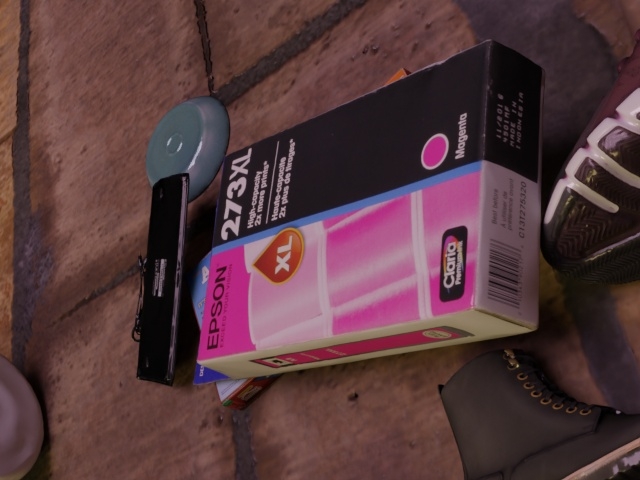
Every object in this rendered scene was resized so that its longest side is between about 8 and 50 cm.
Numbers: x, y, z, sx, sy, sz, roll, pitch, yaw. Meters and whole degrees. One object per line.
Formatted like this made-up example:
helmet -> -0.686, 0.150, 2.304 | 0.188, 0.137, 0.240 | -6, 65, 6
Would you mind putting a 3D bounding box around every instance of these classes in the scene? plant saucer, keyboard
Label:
plant saucer -> -0.139, -0.093, 1.023 | 0.119, 0.021, 0.119 | -20, 59, 38
keyboard -> -0.137, 0.036, 0.949 | 0.100, 0.038, 0.192 | -1, 82, 58

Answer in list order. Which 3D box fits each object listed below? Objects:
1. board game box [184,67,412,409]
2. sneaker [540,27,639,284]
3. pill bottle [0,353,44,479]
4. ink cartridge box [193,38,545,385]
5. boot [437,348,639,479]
board game box -> -0.001, 0.002, 0.842 | 0.281, 0.027, 0.145 | -42, 49, 24
sneaker -> 0.229, -0.111, 0.635 | 0.281, 0.106, 0.162 | -54, 19, 27
pill bottle -> -0.447, 0.250, 1.063 | 0.318, 0.176, 0.176 | -40, 49, 25
ink cartridge box -> 0.000, 0.000, 0.746 | 0.371, 0.069, 0.175 | -19, 60, 50
boot -> 0.152, 0.101, 0.620 | 0.198, 0.077, 0.137 | -36, 45, 27
